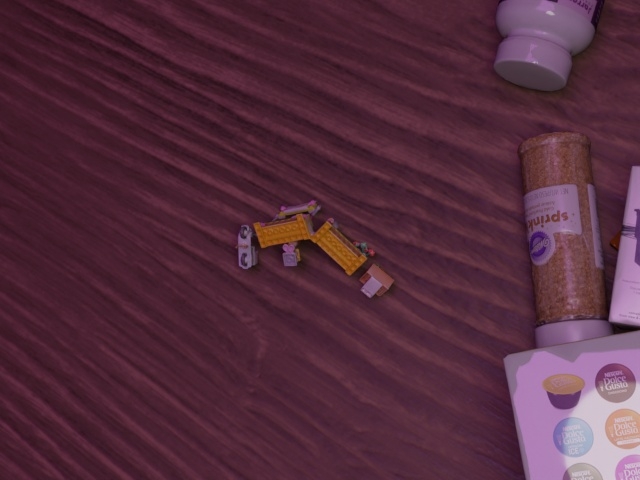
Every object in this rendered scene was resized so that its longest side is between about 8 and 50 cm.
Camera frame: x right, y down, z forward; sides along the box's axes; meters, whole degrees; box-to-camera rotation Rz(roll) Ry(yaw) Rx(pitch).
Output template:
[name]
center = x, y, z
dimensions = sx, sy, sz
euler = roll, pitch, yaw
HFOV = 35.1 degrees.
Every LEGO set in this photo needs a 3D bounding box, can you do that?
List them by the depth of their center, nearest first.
[LEGO set]
center = 0.000, 0.000, 1.758
dimensions = 0.286, 0.107, 0.132
euler = 11, 115, 13

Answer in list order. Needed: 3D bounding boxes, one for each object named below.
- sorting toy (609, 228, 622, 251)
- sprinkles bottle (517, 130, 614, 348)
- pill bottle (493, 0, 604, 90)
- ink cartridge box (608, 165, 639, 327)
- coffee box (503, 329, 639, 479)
[sorting toy]
center = 0.622, -0.063, 1.606
dimensions = 0.229, 0.041, 0.307
euler = 43, 91, 20
[sprinkles bottle]
center = 0.389, 0.010, 1.613
dimensions = 0.121, 0.121, 0.356
euler = -6, 75, 14
[pill bottle]
center = 0.389, -0.412, 1.687
dimensions = 0.169, 0.169, 0.302
euler = 14, 82, 18
[ink cartridge box]
center = 0.507, 0.019, 1.525
dimensions = 0.100, 0.172, 0.237
euler = 9, 85, 22
[coffee box]
center = 0.457, 0.306, 1.407
dimensions = 0.337, 0.338, 0.335
euler = -11, 74, 11
